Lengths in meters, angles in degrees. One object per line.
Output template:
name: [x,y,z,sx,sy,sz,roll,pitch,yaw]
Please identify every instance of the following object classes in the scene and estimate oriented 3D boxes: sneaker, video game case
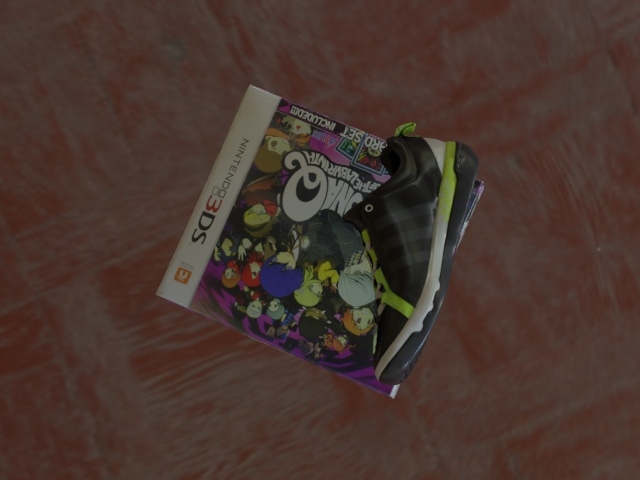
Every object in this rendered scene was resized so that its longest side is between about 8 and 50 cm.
sneaker: [0.061,0.010,1.476,0.097,0.084,0.235,17,61,1]
video game case: [0.000,0.000,1.583,0.232,0.042,0.210,24,85,6]
